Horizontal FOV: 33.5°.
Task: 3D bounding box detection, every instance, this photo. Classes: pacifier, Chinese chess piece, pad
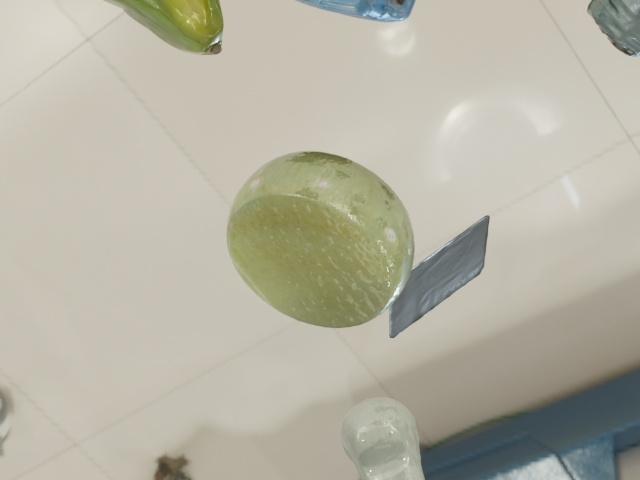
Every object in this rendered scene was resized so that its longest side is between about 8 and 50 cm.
[{"bbox_3d":[0.091,0.287,1.264,0.279,0.207,0.227,-13,161,5],"label":"pacifier"},{"bbox_3d":[0.000,0.000,0.798,0.144,0.058,0.144,15,134,16],"label":"Chinese chess piece"},{"bbox_3d":[0.139,0.043,1.238,0.003,0.157,0.112,42,154,30],"label":"pad"}]

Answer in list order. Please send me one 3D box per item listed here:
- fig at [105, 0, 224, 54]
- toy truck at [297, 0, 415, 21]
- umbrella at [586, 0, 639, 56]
[{"bbox_3d":[-0.123,-0.202,0.491,0.206,0.206,0.275,-16,122,17],"label":"fig"},{"bbox_3d":[0.076,-0.416,1.108,0.161,0.162,0.385,23,95,25],"label":"toy truck"},{"bbox_3d":[0.214,-0.198,0.500,0.053,0.052,0.250,46,119,29],"label":"umbrella"}]
